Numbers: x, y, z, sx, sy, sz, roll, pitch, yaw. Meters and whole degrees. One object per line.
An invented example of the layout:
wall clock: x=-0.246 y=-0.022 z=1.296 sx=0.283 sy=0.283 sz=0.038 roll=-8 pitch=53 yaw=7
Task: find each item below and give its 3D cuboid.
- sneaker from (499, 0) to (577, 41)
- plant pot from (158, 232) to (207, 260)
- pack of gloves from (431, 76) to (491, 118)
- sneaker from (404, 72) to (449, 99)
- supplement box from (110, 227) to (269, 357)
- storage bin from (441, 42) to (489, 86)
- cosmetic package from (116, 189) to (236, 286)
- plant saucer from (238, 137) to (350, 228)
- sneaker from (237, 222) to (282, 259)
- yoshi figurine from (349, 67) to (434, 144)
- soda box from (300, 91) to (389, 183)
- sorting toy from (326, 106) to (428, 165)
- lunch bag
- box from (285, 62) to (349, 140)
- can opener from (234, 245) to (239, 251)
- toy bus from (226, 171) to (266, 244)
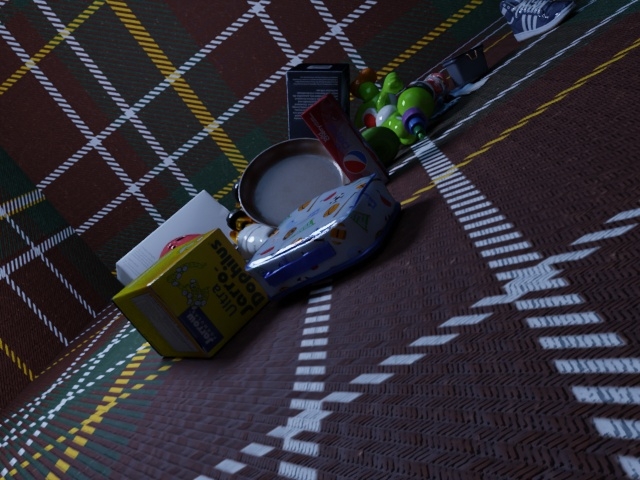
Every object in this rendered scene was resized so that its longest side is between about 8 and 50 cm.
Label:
sneaker: x=0.668 y=-0.730 z=1.872 sx=0.099 sy=0.153 sz=0.282 roll=-40 pitch=12 yaw=-8
plant pot: x=-0.347 y=0.068 z=1.723 sx=0.174 sy=0.191 sz=0.191 roll=-16 pitch=24 yaw=49
pack of gloves: x=0.398 y=-0.452 z=1.873 sx=0.195 sy=0.046 sz=0.232 roll=-39 pitch=12 yaw=-4
sneaker: x=0.343 y=-0.482 z=1.882 sx=0.145 sy=0.090 sz=0.270 roll=-42 pitch=-1 yaw=-3
supplement box: x=-0.300 y=0.129 z=1.343 sx=0.195 sy=0.194 sz=0.356 roll=-44 pitch=14 yaw=-29
storage bin: x=0.471 y=-0.556 z=1.898 sx=0.135 sy=0.091 sz=0.098 roll=-29 pitch=10 yaw=-14
cosmetic package: x=-0.440 y=0.045 z=1.926 sx=0.385 sy=0.217 sz=0.156 roll=-43 pitch=-5 yaw=-28
plant saucer: x=-0.067 y=-0.148 z=1.617 sx=0.310 sy=0.050 sz=0.311 roll=-6 pitch=56 yaw=9
sneaker: x=-0.094 y=-0.037 z=1.660 sx=0.129 sy=0.111 sz=0.297 roll=5 pitch=38 yaw=40
yoshi figurine: x=0.232 y=-0.412 z=1.810 sx=0.203 sy=0.203 sz=0.362 roll=-1 pitch=32 yaw=-19
soda box: x=0.066 y=-0.240 z=1.501 sx=0.083 sy=0.263 sz=0.092 roll=-35 pitch=12 yaw=18
sorting toy: x=0.144 y=-0.212 z=1.628 sx=0.365 sy=0.127 sz=0.126 roll=-35 pitch=35 yaw=21
lunch bag: x=0.000 y=0.000 z=1.169 sx=0.303 sy=0.115 sz=0.243 roll=-28 pitch=17 yaw=34
box: x=0.001 y=-0.415 z=1.943 sx=0.182 sy=0.294 sz=0.296 roll=3 pitch=22 yaw=7
can opener: x=-0.250 y=0.032 z=1.881 sx=0.186 sy=0.059 sz=0.073 roll=-35 pitch=3 yaw=14
toy bus: x=-0.157 y=-0.090 z=1.807 sx=0.211 sy=0.220 sz=0.149 roll=-5 pitch=27 yaw=-46
